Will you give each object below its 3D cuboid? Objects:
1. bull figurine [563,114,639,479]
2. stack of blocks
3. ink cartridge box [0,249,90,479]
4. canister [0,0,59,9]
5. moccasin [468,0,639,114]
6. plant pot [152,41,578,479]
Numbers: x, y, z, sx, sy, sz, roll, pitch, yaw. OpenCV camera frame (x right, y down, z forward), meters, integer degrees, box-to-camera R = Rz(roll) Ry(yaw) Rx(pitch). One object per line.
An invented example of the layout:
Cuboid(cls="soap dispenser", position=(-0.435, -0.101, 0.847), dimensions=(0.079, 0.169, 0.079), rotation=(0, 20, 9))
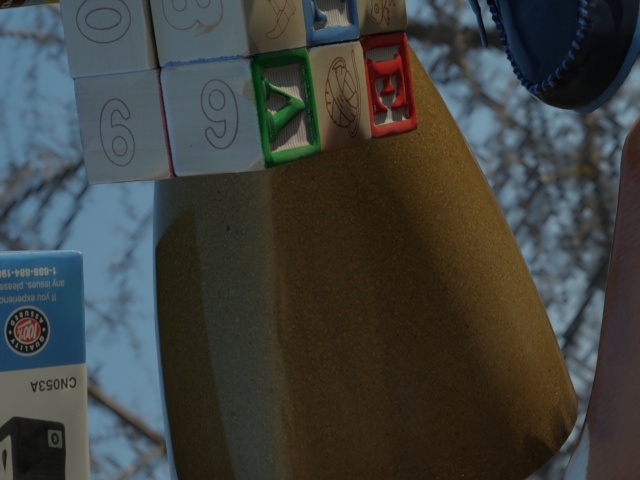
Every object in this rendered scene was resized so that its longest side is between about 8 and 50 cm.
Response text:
Cuboid(cls="bull figurine", position=(0.178, 0.089, 0.837), dimensions=(0.101, 0.188, 0.310), rotation=(-105, 21, -69))
Cuboid(cls="stack of blocks", position=(-0.053, -0.175, 0.773), dimensions=(0.171, 0.087, 0.297), rotation=(-19, -77, -57))
Cuboid(cls="ink cartridge box", position=(-0.252, 0.162, 1.154), dimensions=(0.223, 0.129, 0.308), rotation=(-3, -89, -50))
Cuboid(cls="canister", position=(-0.279, -0.243, 1.628), dimensions=(0.170, 0.073, 0.126), rotation=(-13, -37, -41))
Cuboid(cls="moccasin", position=(0.120, -0.225, 1.305), dimensions=(0.116, 0.342, 0.138), rotation=(19, -48, -30))
Cuboid(cls="plant pot", position=(0.000, 0.000, 1.094), dimensions=(0.237, 0.237, 0.254), rotation=(-37, -61, -48))
